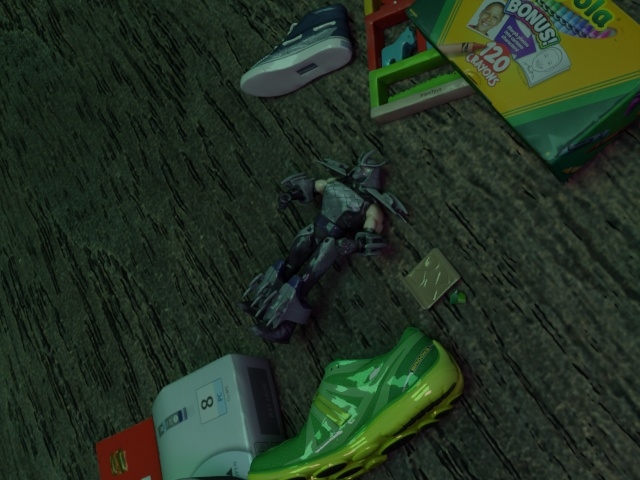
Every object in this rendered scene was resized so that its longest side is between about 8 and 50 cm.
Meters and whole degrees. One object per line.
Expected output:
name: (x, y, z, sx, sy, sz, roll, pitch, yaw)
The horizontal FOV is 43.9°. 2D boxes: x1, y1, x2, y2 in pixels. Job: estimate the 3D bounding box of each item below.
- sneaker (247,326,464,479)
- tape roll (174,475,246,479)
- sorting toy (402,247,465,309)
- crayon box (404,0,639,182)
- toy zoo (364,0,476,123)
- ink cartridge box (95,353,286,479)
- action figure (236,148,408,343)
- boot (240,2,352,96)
sneaker: (0.036, 0.213, 0.974, 0.296, 0.109, 0.123, -35, 53, 12)
tape roll: (-0.138, 0.401, 0.969, 0.219, 0.072, 0.219, -9, 75, 36)
sorting toy: (0.145, 0.057, 0.986, 0.062, 0.012, 0.083, -45, 52, 15)
crayon box: (0.246, -0.222, 0.910, 0.165, 0.081, 0.278, -42, 61, 12)
toy zoo: (0.146, -0.321, 1.073, 0.192, 0.030, 0.293, -14, 70, 35)
ink cartridge box: (-0.205, 0.372, 1.127, 0.385, 0.091, 0.308, -29, 62, 27)
action figure: (0.000, 0.000, 1.063, 0.285, 0.099, 0.185, -57, 43, 6)
boot: (-0.037, -0.283, 1.192, 0.190, 0.069, 0.086, -15, 62, 26)
